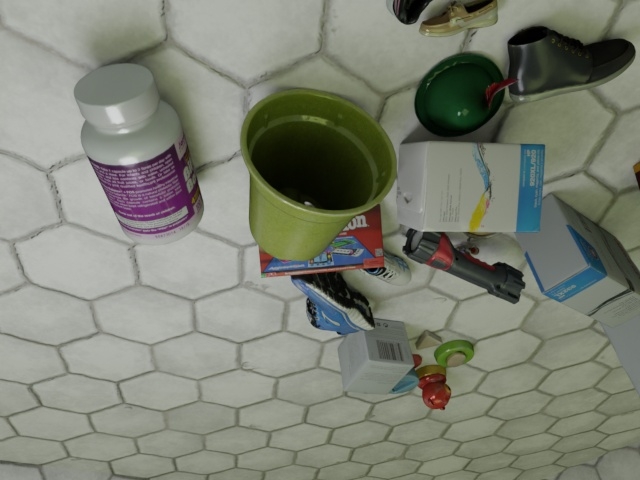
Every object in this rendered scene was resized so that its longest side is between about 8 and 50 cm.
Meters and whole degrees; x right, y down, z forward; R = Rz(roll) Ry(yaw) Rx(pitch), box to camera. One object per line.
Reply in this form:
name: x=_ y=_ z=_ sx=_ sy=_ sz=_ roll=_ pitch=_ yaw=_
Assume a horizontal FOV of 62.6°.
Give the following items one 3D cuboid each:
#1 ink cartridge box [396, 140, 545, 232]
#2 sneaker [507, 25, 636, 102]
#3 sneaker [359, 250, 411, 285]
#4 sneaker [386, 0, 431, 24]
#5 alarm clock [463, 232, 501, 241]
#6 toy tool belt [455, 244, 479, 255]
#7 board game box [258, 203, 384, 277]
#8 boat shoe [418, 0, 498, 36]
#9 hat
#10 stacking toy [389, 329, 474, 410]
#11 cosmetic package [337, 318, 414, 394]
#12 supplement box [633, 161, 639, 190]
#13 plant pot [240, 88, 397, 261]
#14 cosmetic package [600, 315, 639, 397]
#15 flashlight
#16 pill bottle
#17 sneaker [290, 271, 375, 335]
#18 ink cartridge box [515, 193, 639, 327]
ink cartridge box: x=0.284 y=-0.106 z=1.032 sx=0.232 sy=0.171 sz=0.168 roll=0 pitch=98 yaw=-9
sneaker: x=0.441 y=-0.329 z=0.921 sx=0.222 sy=0.083 sz=0.118 roll=-18 pitch=133 yaw=7
sneaker: x=0.147 y=0.066 z=1.308 sx=0.085 sy=0.086 sz=0.237 roll=-36 pitch=133 yaw=25
sneaker: x=0.167 y=-0.407 z=0.793 sx=0.072 sy=0.077 sz=0.178 roll=7 pitch=135 yaw=-18
alarm clock: x=0.375 y=-0.078 z=1.200 sx=0.129 sy=0.064 sz=0.192 roll=-17 pitch=140 yaw=9
toy tool belt: x=0.359 y=0.042 z=1.340 sx=0.051 sy=0.052 sz=0.083 roll=17 pitch=132 yaw=-37
board game box: x=0.000 y=0.000 z=1.189 sx=0.281 sy=0.027 sz=0.145 roll=-5 pitch=96 yaw=-4
boat shoe: x=0.227 y=-0.372 z=0.867 sx=0.135 sy=0.050 sz=0.045 roll=-16 pitch=135 yaw=-6
hat: x=0.269 y=-0.216 z=0.940 sx=0.173 sy=0.184 sz=0.208 roll=-27 pitch=135 yaw=20
stacking toy: x=0.356 y=0.437 z=1.718 sx=0.309 sy=0.130 sz=0.279 roll=21 pitch=131 yaw=-29
cosmetic package: x=0.160 y=0.347 z=1.568 sx=0.151 sy=0.151 sz=0.184 roll=12 pitch=134 yaw=-20
supplement box: x=0.805 y=-0.112 z=1.103 sx=0.129 sy=0.194 sz=0.191 roll=8 pitch=154 yaw=-18
plant pot: x=-0.029 y=-0.095 z=0.997 sx=0.276 sy=0.276 sz=0.254 roll=4 pitch=149 yaw=-14
cosmetic package: x=1.148 y=0.335 z=1.586 sx=0.393 sy=0.329 sz=0.327 roll=21 pitch=132 yaw=-29
flashlight: x=0.350 y=0.049 z=1.272 sx=0.304 sy=0.103 sz=0.103 roll=22 pitch=97 yaw=-16
pill bottle: x=-0.316 y=-0.146 z=0.933 sx=0.169 sy=0.169 sz=0.301 roll=-6 pitch=139 yaw=-2
sneaker: x=0.013 y=0.171 z=1.369 sx=0.147 sy=0.130 sz=0.330 roll=-28 pitch=135 yaw=17
ink cartridge box: x=0.633 y=0.055 z=1.270 sx=0.307 sy=0.223 sz=0.129 roll=23 pitch=130 yaw=-30
